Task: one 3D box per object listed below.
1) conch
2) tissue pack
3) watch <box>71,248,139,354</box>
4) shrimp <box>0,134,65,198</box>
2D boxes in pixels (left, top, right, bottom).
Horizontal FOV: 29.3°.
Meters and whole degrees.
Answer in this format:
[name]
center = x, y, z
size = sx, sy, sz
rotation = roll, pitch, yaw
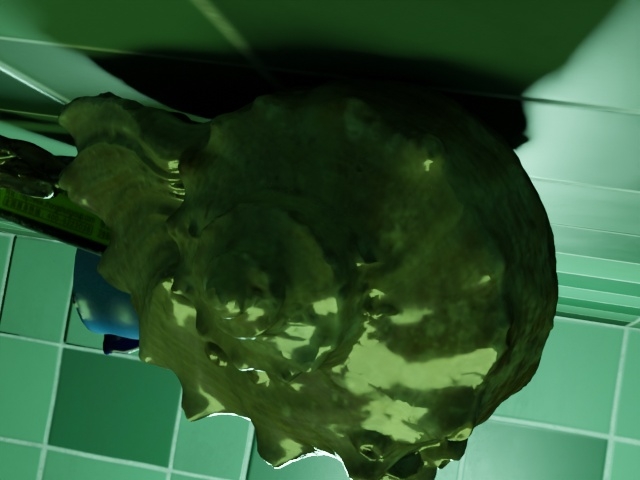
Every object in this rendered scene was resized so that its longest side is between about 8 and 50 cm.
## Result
[conch]
center = -0.007, 0.016, 0.702
size = 0.297, 0.210, 0.352
rotation = 23, 178, 19
[tissue pack]
center = -0.129, -0.014, 1.033
size = 0.235, 0.073, 0.173
rotation = 18, -172, 28
[watch]
center = -0.204, 0.040, 1.409
size = 0.171, 0.196, 0.200
rotation = -2, 180, 15
[shrimp]
center = -0.300, -0.080, 0.913
size = 0.219, 0.046, 0.152
rotation = 18, 180, 5
